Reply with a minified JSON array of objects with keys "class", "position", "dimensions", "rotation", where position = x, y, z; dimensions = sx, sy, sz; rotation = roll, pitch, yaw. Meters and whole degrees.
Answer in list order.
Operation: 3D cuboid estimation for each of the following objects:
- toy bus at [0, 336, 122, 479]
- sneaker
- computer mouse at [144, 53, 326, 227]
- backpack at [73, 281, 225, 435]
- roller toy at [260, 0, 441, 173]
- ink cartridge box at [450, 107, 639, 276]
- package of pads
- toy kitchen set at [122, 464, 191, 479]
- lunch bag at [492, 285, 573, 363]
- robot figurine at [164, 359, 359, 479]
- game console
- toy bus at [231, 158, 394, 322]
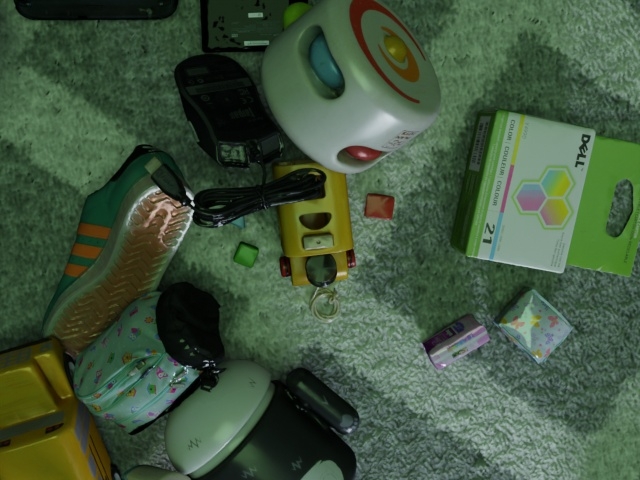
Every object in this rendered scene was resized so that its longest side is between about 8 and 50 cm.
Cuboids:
[{"class":"toy bus","position":[-0.323,0.292,1.132],"dimensions":[0.108,0.130,0.332],"rotation":[-16,115,-3]},{"class":"sneaker","position":[-0.257,0.016,1.136],"dimensions":[0.108,0.121,0.302],"rotation":[21,116,-37]},{"class":"computer mouse","position":[-0.131,-0.111,1.075],"dimensions":[0.184,0.060,0.262],"rotation":[-20,58,-28]},{"class":"backpack","position":[-0.208,0.144,1.102],"dimensions":[0.182,0.152,0.115],"rotation":[-41,116,17]},{"class":"roller toy","position":[0.043,-0.187,1.064],"dimensions":[0.146,0.191,0.209],"rotation":[-33,118,33]},{"class":"ink cartridge box","position":[0.316,-0.055,1.172],"dimensions":[0.255,0.097,0.189],"rotation":[10,97,-6]},{"class":"package of pads","position":[0.178,0.133,1.210],"dimensions":[0.083,0.050,0.032],"rotation":[-31,105,0]},{"class":"toy kitchen set","position":[-0.212,0.387,1.102],"dimensions":[0.166,0.122,0.207],"rotation":[-49,123,-36]},{"class":"lunch bag","position":[0.284,0.114,1.216],"dimensions":[0.083,0.053,0.071],"rotation":[42,91,0]},{"class":"robot figurine","position":[-0.067,0.276,1.151],"dimensions":[0.278,0.173,0.209],"rotation":[44,65,-9]},{"class":"game console","position":[-0.194,-0.338,1.114],"dimensions":[0.361,0.044,0.213],"rotation":[-2,97,-5]},{"class":"toy bus","position":[-0.007,-0.011,1.145],"dimensions":[0.202,0.104,0.191],"rotation":[37,94,-9]}]
